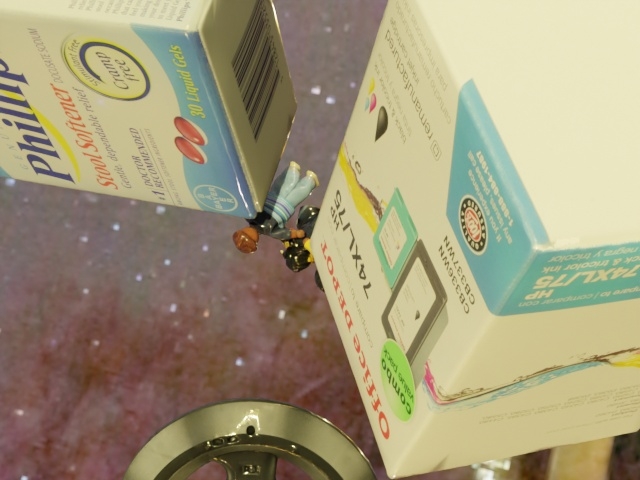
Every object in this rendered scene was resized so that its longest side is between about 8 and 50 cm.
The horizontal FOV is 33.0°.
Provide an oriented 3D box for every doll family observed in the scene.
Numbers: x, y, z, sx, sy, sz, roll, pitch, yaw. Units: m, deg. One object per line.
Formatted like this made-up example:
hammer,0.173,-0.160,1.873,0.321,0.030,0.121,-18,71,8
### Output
doll family,0.000,0.000,1.054,0.111,0.193,0.076,-53,-30,-24

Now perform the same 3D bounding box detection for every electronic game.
electronic game,-0.059,0.241,0.900,0.048,0.229,0.229,-99,20,-78

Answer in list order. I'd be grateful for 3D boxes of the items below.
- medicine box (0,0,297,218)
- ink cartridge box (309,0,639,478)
medicine box,-0.191,-0.167,0.967,0.263,0.289,0.149,75,-152,-57
ink cartridge box,0.133,-0.009,0.667,0.270,0.197,0.198,109,148,-53
